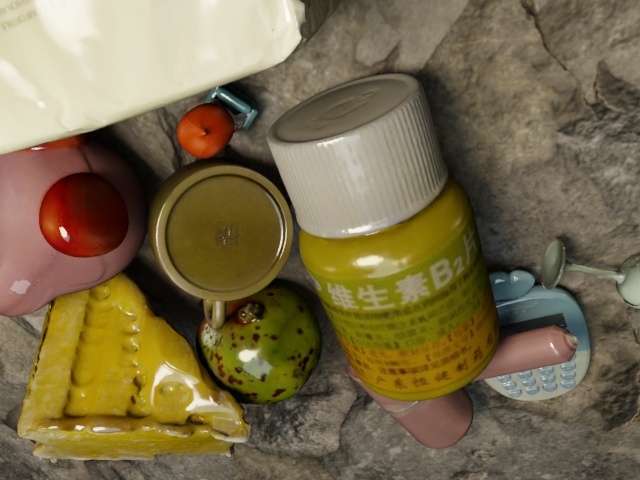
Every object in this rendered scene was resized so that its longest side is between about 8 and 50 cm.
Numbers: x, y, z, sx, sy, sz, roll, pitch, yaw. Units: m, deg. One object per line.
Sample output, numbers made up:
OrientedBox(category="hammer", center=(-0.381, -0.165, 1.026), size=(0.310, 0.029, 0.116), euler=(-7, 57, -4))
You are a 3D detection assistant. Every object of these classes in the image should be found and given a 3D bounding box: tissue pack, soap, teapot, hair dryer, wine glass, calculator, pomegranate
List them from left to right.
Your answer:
OrientedBox(category="tissue pack", center=(-0.182, -0.252, 0.535), size=(0.380, 0.297, 0.207), euler=(-12, 120, 19))
OrientedBox(category="soap", center=(-0.263, 0.155, 0.861), size=(0.304, 0.338, 0.169), euler=(6, 144, -14))
OrientedBox(category="teapot", center=(-0.147, -0.010, 0.772), size=(0.185, 0.175, 0.267), euler=(1, 100, -19))
OrientedBox(category="pomegranate", center=(-0.090, 0.162, 0.894), size=(0.198, 0.246, 0.198), euler=(-1, 87, 13))
OrientedBox(category="hair dryer", center=(0.236, 0.209, 0.851), size=(0.352, 0.125, 0.210), euler=(-24, 117, 39))
OrientedBox(category="calculator", center=(0.329, 0.158, 0.888), size=(0.188, 0.042, 0.302), euler=(-16, 121, 20))
OrientedBox(category="wine glass", center=(0.422, 0.051, 0.776), size=(0.195, 0.079, 0.079), euler=(11, 125, 2))

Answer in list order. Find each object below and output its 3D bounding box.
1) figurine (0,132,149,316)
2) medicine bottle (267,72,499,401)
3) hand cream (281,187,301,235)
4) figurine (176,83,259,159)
OrientedBox(category="figurine", center=(-0.336, -0.044, 0.747), size=(0.261, 0.211, 0.269), euler=(-44, 68, 33))
OrientedBox(category="medicine bottle", center=(0.089, 0.003, 0.710), size=(0.224, 0.224, 0.384), euler=(-13, 120, 17))
OrientedBox(category="hand cream", center=(0.000, 0.000, 0.833), size=(0.067, 0.042, 0.194), euler=(-24, 120, 24))
OrientedBox(category="figurine", center=(-0.129, -0.149, 0.690), size=(0.068, 0.140, 0.075), euler=(36, 123, -10))
